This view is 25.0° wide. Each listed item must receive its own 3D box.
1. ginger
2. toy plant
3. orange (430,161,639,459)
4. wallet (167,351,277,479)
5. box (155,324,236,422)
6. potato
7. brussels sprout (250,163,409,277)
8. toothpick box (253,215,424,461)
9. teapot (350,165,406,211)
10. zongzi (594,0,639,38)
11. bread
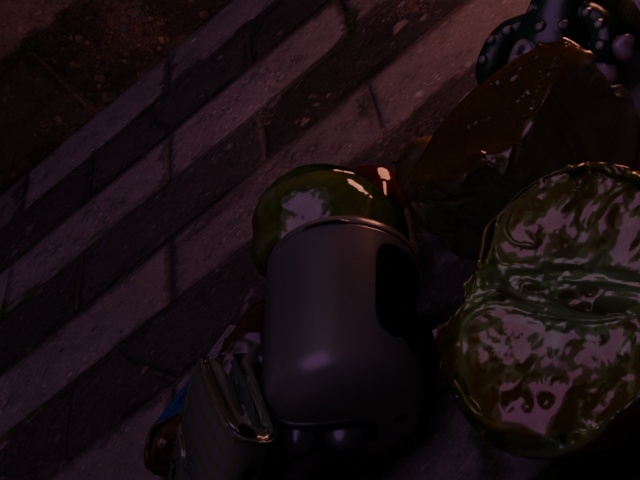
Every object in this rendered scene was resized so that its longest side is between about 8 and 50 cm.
[{"bbox_3d":[-0.102,0.219,2.009,0.172,0.165,0.321,27,65,37],"label":"ginger"},{"bbox_3d":[0.337,-0.264,2.111,0.243,0.113,0.232,-56,47,18],"label":"toy plant"},{"bbox_3d":[0.290,0.089,1.576,0.263,0.196,0.334,-11,49,44],"label":"orange"},{"bbox_3d":[-0.141,0.318,1.830,0.223,0.077,0.309,-124,44,-56],"label":"wallet"},{"bbox_3d":[-0.139,0.227,2.160,0.194,0.073,0.139,-53,26,-18],"label":"box"},{"bbox_3d":[0.181,-0.081,2.094,0.137,0.137,0.176,-38,41,14],"label":"potato"},{"bbox_3d":[0.000,0.000,2.112,0.271,0.219,0.210,-10,62,59],"label":"brussels sprout"},{"bbox_3d":[0.019,0.145,1.857,0.229,0.229,0.316,-30,39,29],"label":"toothpick box"},{"bbox_3d":[0.078,-0.048,2.237,0.116,0.116,0.173,-59,2,-27],"label":"teapot"},{"bbox_3d":[0.491,-0.425,2.092,0.286,0.134,0.288,-65,25,21],"label":"zongzi"},{"bbox_3d":[0.265,-0.105,1.885,0.279,0.225,0.250,-7,46,59],"label":"bread"}]
